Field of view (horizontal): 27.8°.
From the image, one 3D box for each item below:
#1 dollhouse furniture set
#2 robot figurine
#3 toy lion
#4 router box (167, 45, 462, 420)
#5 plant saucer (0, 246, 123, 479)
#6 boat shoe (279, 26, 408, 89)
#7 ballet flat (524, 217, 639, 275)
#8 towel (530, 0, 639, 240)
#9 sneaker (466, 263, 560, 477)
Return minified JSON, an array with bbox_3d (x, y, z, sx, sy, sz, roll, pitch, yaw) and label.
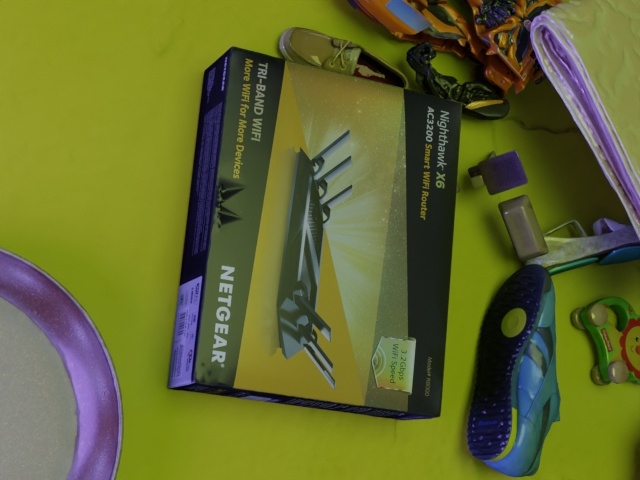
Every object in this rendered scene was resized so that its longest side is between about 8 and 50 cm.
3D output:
[{"bbox_3d":[0.181,-0.034,1.319,0.114,0.091,0.081,68,19,-9],"label":"dollhouse furniture set"},{"bbox_3d":[0.127,-0.257,1.303,0.291,0.085,0.211,37,68,-14],"label":"robot figurine"},{"bbox_3d":[0.319,0.105,1.354,0.096,0.034,0.100,-19,88,-33],"label":"toy lion"},{"bbox_3d":[0.000,0.000,1.198,0.242,0.081,0.309,10,76,-23],"label":"router box"},{"bbox_3d":[-0.316,0.152,1.045,0.310,0.050,0.311,5,77,-24],"label":"plant saucer"},{"bbox_3d":[0.026,-0.175,1.263,0.135,0.045,0.050,22,72,-19],"label":"boat shoe"},{"bbox_3d":[0.284,0.000,1.344,0.168,0.057,0.052,-9,74,-26],"label":"ballet flat"},{"bbox_3d":[0.377,-0.128,1.362,0.331,0.053,0.317,-27,92,-46],"label":"towel"},{"bbox_3d":[0.203,0.130,1.281,0.082,0.069,0.209,26,69,-35],"label":"sneaker"}]
